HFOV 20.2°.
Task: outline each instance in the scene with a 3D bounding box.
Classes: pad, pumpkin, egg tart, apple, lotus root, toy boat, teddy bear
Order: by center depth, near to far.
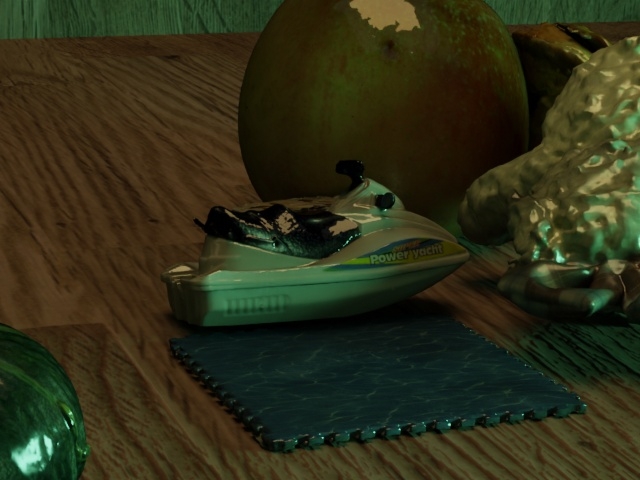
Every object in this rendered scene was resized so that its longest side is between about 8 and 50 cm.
[{"bbox_3d":[-0.240,0.130,1.061,0.211,0.152,0.211,-5,32,3],"label":"pumpkin"},{"bbox_3d":[0.038,0.106,1.443,0.269,0.012,0.269,-5,16,-23],"label":"pad"},{"bbox_3d":[-0.004,0.007,1.589,0.269,0.141,0.141,-19,20,-17],"label":"toy boat"},{"bbox_3d":[0.284,0.012,1.651,0.327,0.375,0.362,4,56,10],"label":"teddy bear"},{"bbox_3d":[-0.027,-0.004,1.726,0.122,0.081,0.112,-9,16,-32],"label":"lotus root"},{"bbox_3d":[0.068,-0.146,1.893,0.319,0.277,0.319,2,13,-1],"label":"apple"},{"bbox_3d":[0.302,-0.107,1.955,0.297,0.132,0.297,41,-7,6],"label":"egg tart"}]
